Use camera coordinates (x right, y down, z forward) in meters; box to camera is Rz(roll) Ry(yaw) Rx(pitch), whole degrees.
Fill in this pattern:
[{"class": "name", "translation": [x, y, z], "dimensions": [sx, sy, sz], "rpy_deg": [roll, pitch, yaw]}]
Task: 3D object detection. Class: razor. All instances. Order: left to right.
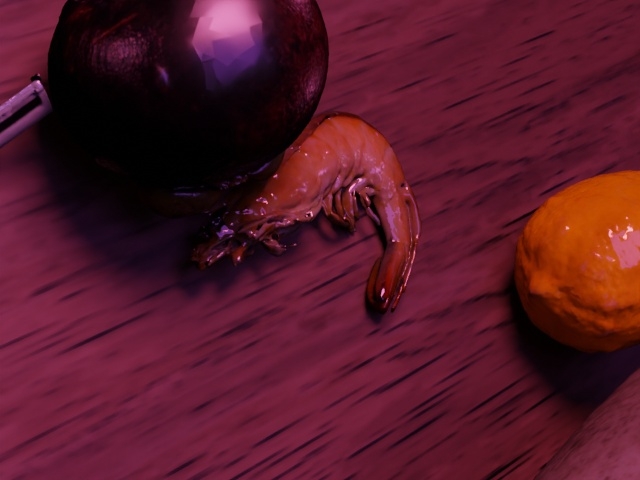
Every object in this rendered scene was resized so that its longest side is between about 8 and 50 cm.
[{"class": "razor", "translation": [-0.231, -0.126, 0.731], "dimensions": [0.084, 0.036, 0.211], "rpy_deg": [-38, 92, -20]}]

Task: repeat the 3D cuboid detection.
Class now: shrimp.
[{"class": "shrimp", "translation": [-0.001, 0.000, 0.853], "dimensions": [0.178, 0.034, 0.124], "rpy_deg": [-44, 107, -43]}]

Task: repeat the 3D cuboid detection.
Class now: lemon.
[{"class": "lemon", "translation": [0.192, 0.011, 0.935], "dimensions": [0.155, 0.114, 0.114], "rpy_deg": [-22, 87, -31]}]

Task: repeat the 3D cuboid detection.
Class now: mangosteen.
[{"class": "mangosteen", "translation": [-0.066, -0.086, 0.772], "dimensions": [0.152, 0.152, 0.152], "rpy_deg": [14, 65, -32]}]

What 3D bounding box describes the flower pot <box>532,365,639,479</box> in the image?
[{"class": "flower pot", "translation": [0.222, 0.217, 0.783], "dimensions": [0.294, 0.293, 0.330], "rpy_deg": [53, 44, -8]}]
